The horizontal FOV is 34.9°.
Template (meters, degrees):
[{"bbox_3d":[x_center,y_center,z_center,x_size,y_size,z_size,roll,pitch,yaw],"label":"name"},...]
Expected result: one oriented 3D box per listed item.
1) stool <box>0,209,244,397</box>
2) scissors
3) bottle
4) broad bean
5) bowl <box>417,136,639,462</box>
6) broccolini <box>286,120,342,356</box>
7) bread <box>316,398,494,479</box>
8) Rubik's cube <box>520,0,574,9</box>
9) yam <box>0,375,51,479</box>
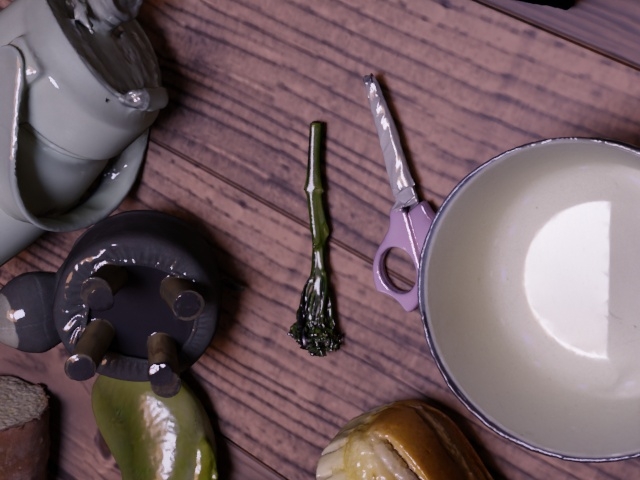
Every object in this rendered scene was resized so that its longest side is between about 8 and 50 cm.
[{"bbox_3d":[-0.191,0.073,0.958,0.228,0.139,0.153,-28,111,6],"label":"stool"},{"bbox_3d":[0.074,-0.043,0.890,0.110,0.021,0.212,-15,91,34],"label":"scissors"},{"bbox_3d":[-0.285,-0.108,0.982,0.351,0.229,0.229,-30,84,27],"label":"bottle"},{"bbox_3d":[-0.168,0.200,1.037,0.124,0.082,0.174,-28,85,27],"label":"broad bean"},{"bbox_3d":[0.205,0.036,0.768,0.237,0.126,0.238,6,101,29],"label":"bowl"},{"bbox_3d":[0.001,0.000,0.937,0.042,0.044,0.218,10,99,44],"label":"broccolini"},{"bbox_3d":[0.098,0.248,0.861,0.106,0.140,0.236,-37,81,33],"label":"bread"},{"bbox_3d":[0.103,-0.277,0.737,0.184,0.187,0.182,18,107,23],"label":"Rubik's cube"},{"bbox_3d":[-0.372,0.282,1.148,0.128,0.129,0.238,6,105,-7],"label":"yam"}]
